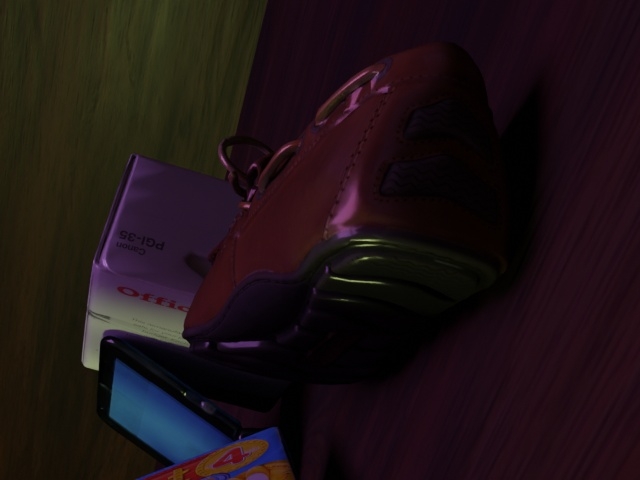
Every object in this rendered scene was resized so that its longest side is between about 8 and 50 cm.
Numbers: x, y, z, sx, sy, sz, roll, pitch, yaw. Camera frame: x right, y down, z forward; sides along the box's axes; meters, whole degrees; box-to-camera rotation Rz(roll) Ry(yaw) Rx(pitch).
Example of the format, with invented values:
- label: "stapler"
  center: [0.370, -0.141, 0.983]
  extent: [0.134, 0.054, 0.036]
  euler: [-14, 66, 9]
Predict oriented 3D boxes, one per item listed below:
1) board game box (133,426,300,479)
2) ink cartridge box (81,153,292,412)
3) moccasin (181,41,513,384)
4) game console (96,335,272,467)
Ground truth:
- label: "board game box"
  center: [-0.139, 0.251, 0.661]
  extent: [0.302, 0.308, 0.086]
  euler: [-145, 36, -79]
- label: "ink cartridge box"
  center: [-0.106, 0.055, 0.981]
  extent: [0.283, 0.207, 0.117]
  euler: [122, 163, -63]
- label: "moccasin"
  center: [-0.003, -0.001, 0.650]
  extent: [0.380, 0.139, 0.147]
  euler: [124, 157, -66]
- label: "game console"
  center: [-0.147, 0.260, 1.025]
  extent: [0.293, 0.173, 0.250]
  euler: [115, 159, -63]
